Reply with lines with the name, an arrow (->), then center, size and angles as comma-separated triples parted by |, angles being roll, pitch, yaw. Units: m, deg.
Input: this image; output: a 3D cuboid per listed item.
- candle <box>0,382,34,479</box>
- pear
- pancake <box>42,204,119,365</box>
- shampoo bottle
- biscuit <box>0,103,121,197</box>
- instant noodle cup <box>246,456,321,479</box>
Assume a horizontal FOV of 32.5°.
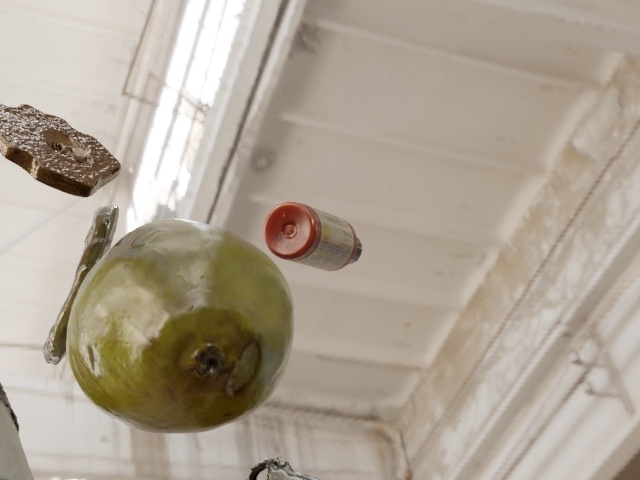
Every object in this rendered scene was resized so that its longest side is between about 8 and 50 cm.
candle -> -0.486, 0.326, 1.443 | 0.221, 0.342, 0.221 | -18, -47, -21
pear -> -0.164, 0.100, 1.281 | 0.269, 0.321, 0.269 | -2, -79, -9
pancake -> -0.386, 0.074, 1.772 | 0.049, 0.294, 0.294 | 21, -50, -8
shampoo bottle -> 0.000, 0.000, 2.017 | 0.104, 0.104, 0.278 | -29, -18, 17
biscuit -> -0.405, -0.138, 1.602 | 0.215, 0.182, 0.034 | 32, -68, 0
instant noodle cup -> 0.020, 0.420, 1.347 | 0.258, 0.302, 0.181 | -24, -27, 39
